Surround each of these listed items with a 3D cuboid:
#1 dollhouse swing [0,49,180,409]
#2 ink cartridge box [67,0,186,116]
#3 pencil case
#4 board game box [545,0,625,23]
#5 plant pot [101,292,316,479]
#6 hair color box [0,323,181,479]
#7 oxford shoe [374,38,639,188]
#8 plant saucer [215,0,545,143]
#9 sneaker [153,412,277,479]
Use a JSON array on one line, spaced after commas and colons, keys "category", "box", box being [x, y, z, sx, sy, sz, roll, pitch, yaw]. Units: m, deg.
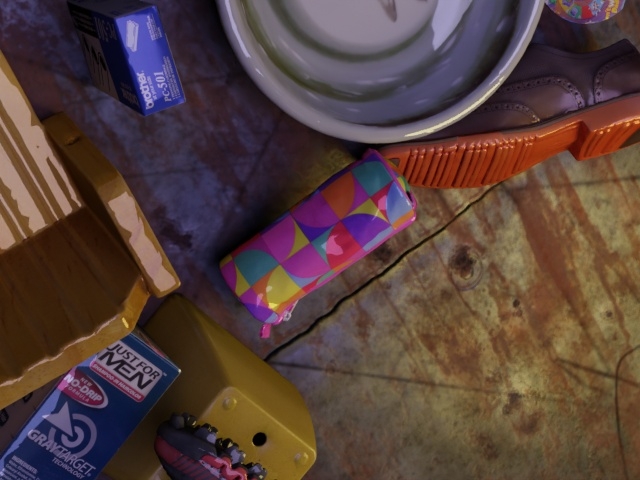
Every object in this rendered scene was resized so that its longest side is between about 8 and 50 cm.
[{"category": "dollhouse swing", "box": [-0.378, -0.039, 1.214, 0.347, 0.315, 0.305, -30, 124, -13]}, {"category": "ink cartridge box", "box": [-0.195, -0.189, 1.281, 0.046, 0.207, 0.097, -22, 111, -17]}, {"category": "pencil case", "box": [0.000, 0.000, 1.451, 0.236, 0.104, 0.104, -39, 116, 8]}, {"category": "board game box", "box": [0.337, -0.345, 1.570, 0.133, 0.033, 0.168, 13, 99, -25]}, {"category": "plant pot", "box": [-0.126, 0.219, 1.430, 0.212, 0.187, 0.212, 42, 84, -27]}, {"category": "hair color box", "box": [-0.311, 0.219, 1.356, 0.105, 0.174, 0.347, 40, 86, -27]}, {"category": "oxford shoe", "box": [0.225, -0.153, 1.544, 0.364, 0.130, 0.132, -12, 72, -12]}, {"category": "plant saucer", "box": [0.059, -0.309, 1.421, 0.400, 0.100, 0.400, -6, 105, -22]}, {"category": "sneaker", "box": [-0.088, 0.291, 1.304, 0.135, 0.097, 0.276, -45, 117, -10]}]
